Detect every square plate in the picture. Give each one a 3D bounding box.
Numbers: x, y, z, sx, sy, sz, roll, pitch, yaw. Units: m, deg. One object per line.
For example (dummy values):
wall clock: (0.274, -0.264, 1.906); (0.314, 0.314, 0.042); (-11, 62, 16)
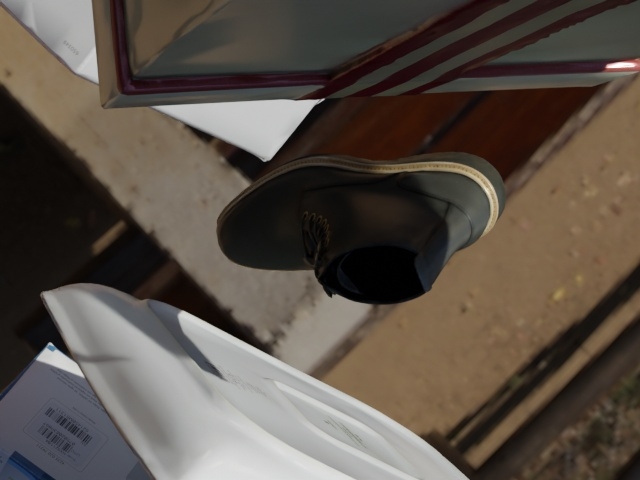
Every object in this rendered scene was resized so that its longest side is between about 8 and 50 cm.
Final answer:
square plate: (0.006, 0.142, 0.920); (0.344, 0.347, 0.049); (30, 93, -26)

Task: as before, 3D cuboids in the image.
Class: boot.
boot: (0.000, 0.000, 0.876); (0.137, 0.197, 0.077); (-46, 118, -57)

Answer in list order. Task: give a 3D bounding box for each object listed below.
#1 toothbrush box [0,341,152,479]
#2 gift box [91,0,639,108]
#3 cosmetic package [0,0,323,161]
toothbrush box: (-0.226, 0.268, 1.229); (0.295, 0.216, 0.126); (-55, 179, 39)
gift box: (0.044, -0.194, 0.518); (0.255, 0.258, 0.277); (1, 85, -19)
cosmetic package: (-0.108, -0.215, 1.265); (0.197, 0.155, 0.365); (-50, 159, 7)
